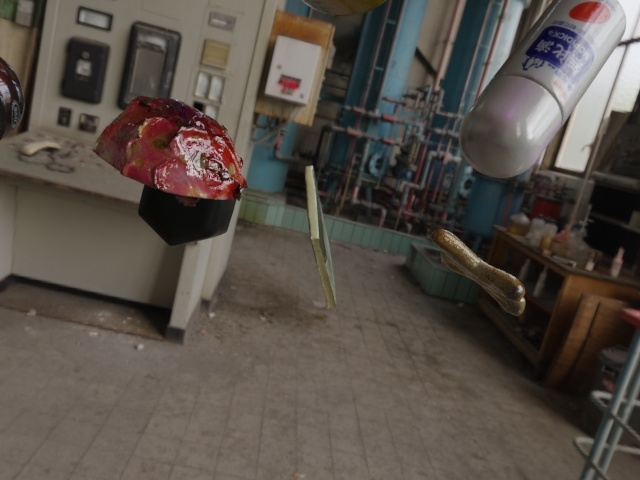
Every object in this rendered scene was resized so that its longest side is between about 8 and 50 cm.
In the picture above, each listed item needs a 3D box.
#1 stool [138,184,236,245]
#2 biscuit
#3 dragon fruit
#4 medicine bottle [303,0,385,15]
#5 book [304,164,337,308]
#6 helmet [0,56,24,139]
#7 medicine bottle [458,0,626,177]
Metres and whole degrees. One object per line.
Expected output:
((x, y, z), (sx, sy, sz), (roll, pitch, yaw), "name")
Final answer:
((-0.329, -0.101, 1.440), (0.232, 0.232, 0.141), (15, 5, 4), "stool")
((0.318, 0.063, 1.145), (0.208, 0.047, 0.164), (40, -5, 28), "biscuit")
((-0.223, -0.147, 0.949), (0.274, 0.126, 0.161), (15, 25, -25), "dragon fruit")
((-0.012, -0.435, 0.726), (0.224, 0.224, 0.384), (17, 15, 15), "medicine bottle")
((0.000, 0.000, 1.274), (0.026, 0.289, 0.201), (-9, 55, 4), "book")
((-0.694, -0.288, 1.125), (0.216, 0.189, 0.193), (24, 35, 3), "helmet")
((0.336, -0.238, 0.887), (0.130, 0.341, 0.130), (35, -18, 13), "medicine bottle")
